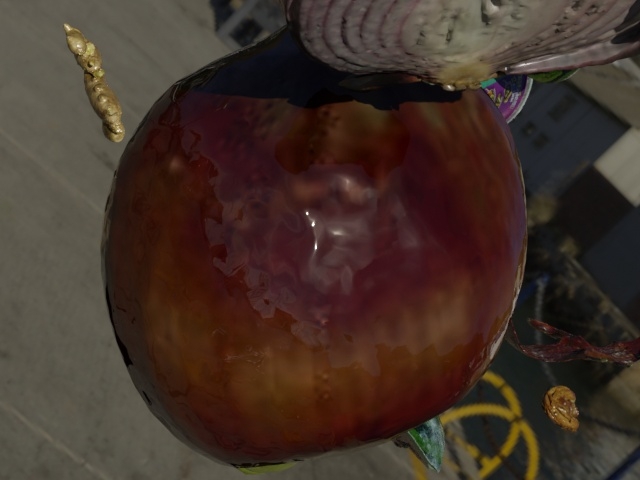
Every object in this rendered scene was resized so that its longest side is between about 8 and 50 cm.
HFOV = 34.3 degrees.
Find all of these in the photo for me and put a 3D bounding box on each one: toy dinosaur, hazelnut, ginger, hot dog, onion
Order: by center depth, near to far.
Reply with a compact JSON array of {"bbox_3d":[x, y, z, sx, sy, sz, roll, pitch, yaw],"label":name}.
[{"bbox_3d":[0.108,-0.220,0.590,0.349,0.267,0.159,109,-23,-74],"label":"onion"},{"bbox_3d":[0.000,0.000,0.951,0.421,0.421,0.353,34,13,-42],"label":"hazelnut"},{"bbox_3d":[0.340,0.238,1.455,0.083,0.035,0.058,39,44,-46],"label":"hot dog"},{"bbox_3d":[0.447,0.147,1.716,0.327,0.113,0.206,11,11,4],"label":"toy dinosaur"},{"bbox_3d":[-0.388,-0.281,1.792,0.193,0.052,0.176,77,-7,-46],"label":"ginger"}]

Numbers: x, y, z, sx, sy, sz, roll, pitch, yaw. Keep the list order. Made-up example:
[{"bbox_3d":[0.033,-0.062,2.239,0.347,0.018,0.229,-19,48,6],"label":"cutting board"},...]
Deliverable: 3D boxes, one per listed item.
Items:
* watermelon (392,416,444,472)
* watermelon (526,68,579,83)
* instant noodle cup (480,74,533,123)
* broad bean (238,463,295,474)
[{"bbox_3d":[0.134,0.279,1.501,0.101,0.080,0.155,-99,171,-46],"label":"watermelon"},{"bbox_3d":[0.320,-0.278,1.483,0.135,0.125,0.094,57,6,-47],"label":"watermelon"},{"bbox_3d":[0.174,-0.252,1.587,0.251,0.251,0.190,47,41,9],"label":"instant noodle cup"},{"bbox_3d":[-0.087,0.382,1.957,0.082,0.174,0.124,-123,-157,-61],"label":"broad bean"}]
